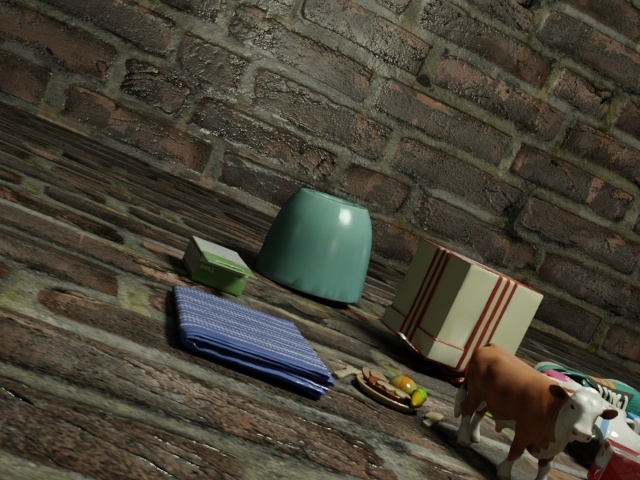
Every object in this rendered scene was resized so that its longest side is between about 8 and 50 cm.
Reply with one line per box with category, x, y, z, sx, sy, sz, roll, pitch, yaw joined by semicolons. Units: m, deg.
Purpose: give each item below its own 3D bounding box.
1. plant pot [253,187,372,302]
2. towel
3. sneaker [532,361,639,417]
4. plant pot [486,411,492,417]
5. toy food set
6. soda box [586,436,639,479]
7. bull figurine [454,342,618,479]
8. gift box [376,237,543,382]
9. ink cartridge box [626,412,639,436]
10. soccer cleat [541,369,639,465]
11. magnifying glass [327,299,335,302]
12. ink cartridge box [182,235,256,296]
plant pot;0.000;0.000;2.133;0.293;0.235;0.293;17;7;-2
towel;-0.123;0.154;1.335;0.243;0.040;0.336;21;4;-15
sneaker;0.683;0.396;2.079;0.302;0.108;0.121;17;6;2
plant pot;0.361;0.320;1.658;0.083;0.083;0.079;27;-6;28
toy food set;0.122;0.250;1.408;0.192;0.038;0.132;26;5;18
soda box;0.603;0.444;1.421;0.263;0.083;0.092;26;6;9
bull figurine;0.314;0.270;1.267;0.101;0.188;0.310;22;6;-23
gift box;0.289;0.162;1.856;0.276;0.258;0.255;22;6;-22
ink cartridge box;0.787;0.482;1.892;0.140;0.082;0.190;24;7;-3
soccer cleat;0.555;0.371;1.701;0.143;0.116;0.331;3;17;-9
magnifying glass;0.016;0.133;2.227;0.092;0.026;0.231;23;3;-9
ink cartridge box;-0.211;0.058;1.689;0.109;0.062;0.209;22;6;-21
